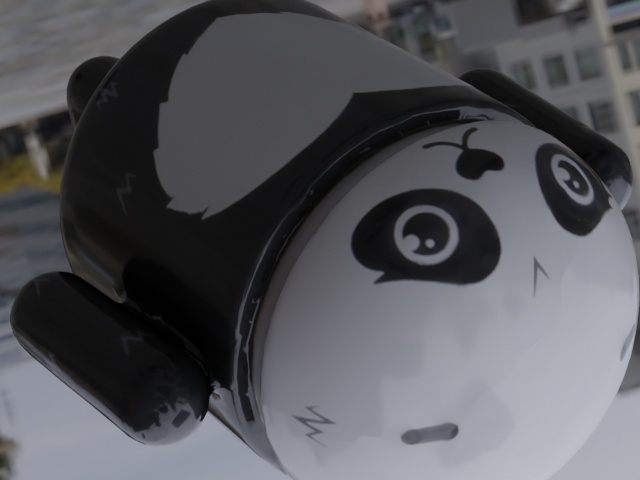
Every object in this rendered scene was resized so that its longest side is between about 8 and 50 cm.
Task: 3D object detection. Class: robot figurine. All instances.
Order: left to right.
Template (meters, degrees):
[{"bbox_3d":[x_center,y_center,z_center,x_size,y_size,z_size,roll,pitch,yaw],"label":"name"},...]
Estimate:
[{"bbox_3d":[0.001,-0.003,0.697,0.173,0.209,0.278,33,-178,-46],"label":"robot figurine"}]
